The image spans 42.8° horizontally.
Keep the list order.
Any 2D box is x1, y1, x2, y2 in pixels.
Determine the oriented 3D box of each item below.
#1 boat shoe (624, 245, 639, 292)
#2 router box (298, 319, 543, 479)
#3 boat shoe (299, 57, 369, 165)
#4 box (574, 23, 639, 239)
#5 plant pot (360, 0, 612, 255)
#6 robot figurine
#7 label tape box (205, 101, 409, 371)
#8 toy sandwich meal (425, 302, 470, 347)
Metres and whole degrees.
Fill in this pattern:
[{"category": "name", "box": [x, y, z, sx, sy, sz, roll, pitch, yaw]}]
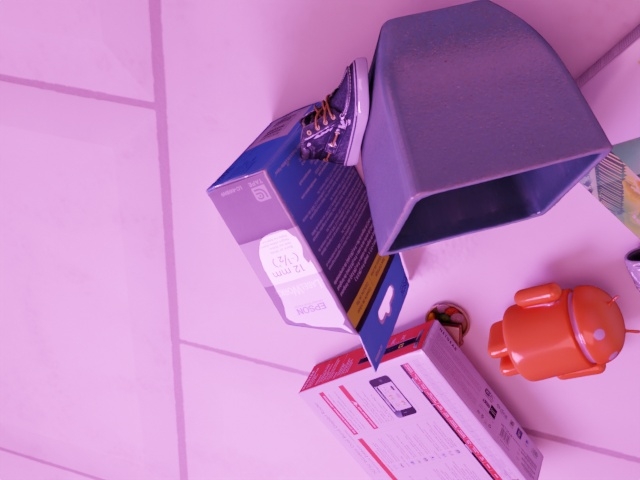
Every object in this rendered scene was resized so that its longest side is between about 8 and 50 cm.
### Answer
[{"category": "boat shoe", "box": [0.537, 0.009, 1.143, 0.227, 0.079, 0.081, -27, 112, 35]}, {"category": "router box", "box": [0.175, 0.327, 1.459, 0.301, 0.082, 0.335, -27, 108, 39]}, {"category": "boat shoe", "box": [0.016, -0.163, 1.068, 0.083, 0.065, 0.183, 2, 144, -4]}, {"category": "box", "box": [0.469, -0.173, 1.070, 0.232, 0.058, 0.322, 41, 127, -7]}, {"category": "plant pot", "box": [0.172, -0.155, 1.045, 0.247, 0.247, 0.252, -14, 75, -9]}, {"category": "robot figurine", "box": [0.369, 0.142, 1.261, 0.219, 0.128, 0.158, -21, 79, 30]}, {"category": "label tape box", "box": [0.000, 0.000, 1.238, 0.115, 0.249, 0.348, -16, 114, 28]}, {"category": "toy sandwich meal", "box": [0.213, 0.145, 1.383, 0.085, 0.029, 0.086, 10, 123, 15]}]
